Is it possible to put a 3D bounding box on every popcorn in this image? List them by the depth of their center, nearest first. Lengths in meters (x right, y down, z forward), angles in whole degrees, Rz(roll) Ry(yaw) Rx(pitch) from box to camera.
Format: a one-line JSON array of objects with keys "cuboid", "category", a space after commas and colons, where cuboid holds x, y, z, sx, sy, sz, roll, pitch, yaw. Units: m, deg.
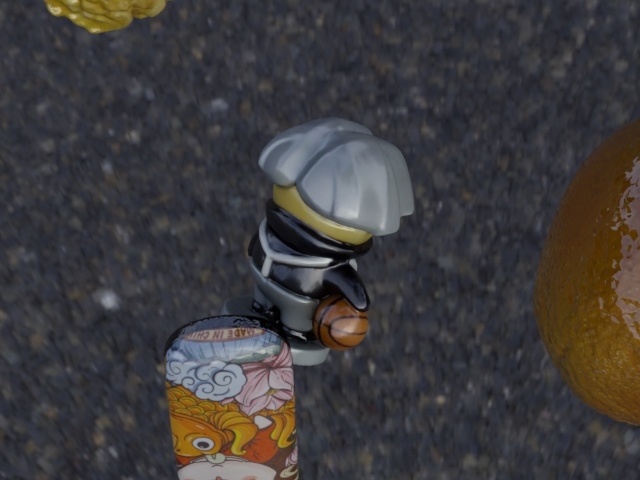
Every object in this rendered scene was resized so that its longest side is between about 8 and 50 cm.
[{"cuboid": [-0.245, -0.302, 1.674, 0.163, 0.194, 0.140, 6, 68, 28], "category": "popcorn"}]

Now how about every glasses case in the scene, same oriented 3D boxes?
[{"cuboid": [-0.084, 0.191, 1.593, 0.122, 0.321, 0.082, -5, 46, -3], "category": "glasses case"}]

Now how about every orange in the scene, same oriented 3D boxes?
[{"cuboid": [0.387, 0.031, 1.703, 0.322, 0.357, 0.322, 26, 35, -21], "category": "orange"}]

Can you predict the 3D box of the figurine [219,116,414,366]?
[{"cuboid": [0.000, 0.000, 1.591, 0.176, 0.133, 0.236, 33, 110, 36], "category": "figurine"}]
